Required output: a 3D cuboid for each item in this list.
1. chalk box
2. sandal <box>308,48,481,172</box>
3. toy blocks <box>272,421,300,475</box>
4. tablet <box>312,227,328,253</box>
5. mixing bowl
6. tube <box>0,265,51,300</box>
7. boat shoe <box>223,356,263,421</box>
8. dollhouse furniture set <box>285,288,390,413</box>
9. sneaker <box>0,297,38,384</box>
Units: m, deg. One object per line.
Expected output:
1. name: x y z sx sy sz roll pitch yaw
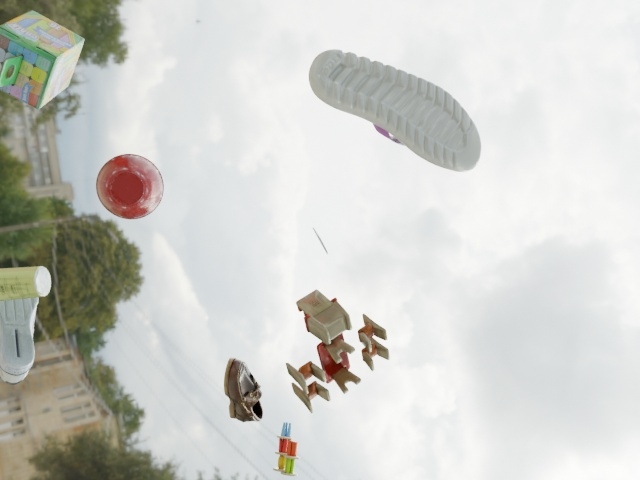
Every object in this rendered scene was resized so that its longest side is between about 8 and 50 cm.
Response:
1. chalk box: -0.615 -0.378 1.418 0.132 0.132 0.213 -55 -165 28
2. sandal: 0.162 -0.279 1.437 0.169 0.416 0.102 -65 -168 -19
3. toy blocks: -0.100 0.641 2.066 0.123 0.054 0.148 161 -61 -64
4. tablet: 0.000 0.000 1.698 0.054 0.006 0.083 62 -1 -21
5. mixing bowl: -0.515 -0.143 1.796 0.098 0.181 0.182 -151 -126 -77
6. tube: -0.662 0.092 1.332 0.062 0.240 0.070 64 23 -69
7. boat shoe: -0.156 0.315 1.399 0.207 0.073 0.073 88 17 -50
8. dollhouse furniture set: 0.026 0.264 1.715 0.135 0.262 0.259 36 -32 45
9. sneaker: -0.648 0.180 1.397 0.091 0.094 0.258 -52 -140 34
